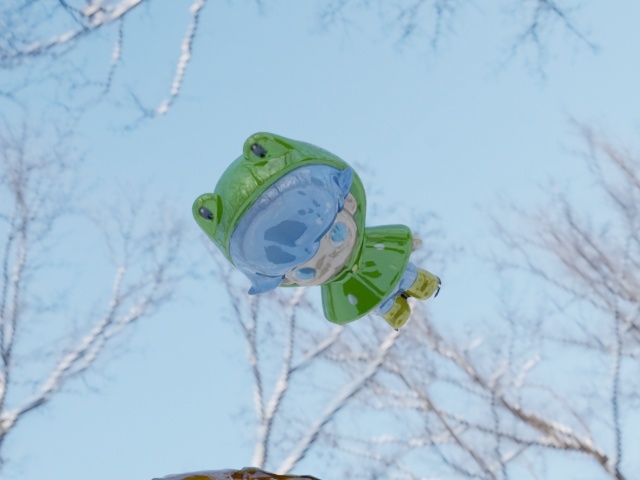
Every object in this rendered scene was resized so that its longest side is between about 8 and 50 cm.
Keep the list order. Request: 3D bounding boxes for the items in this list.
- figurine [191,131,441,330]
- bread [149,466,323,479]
[{"bbox_3d":[0.000,0.000,1.337,0.263,0.143,0.162,34,-70,-27],"label":"figurine"},{"bbox_3d":[-0.014,0.322,1.021,0.398,0.398,0.215,9,-82,-40],"label":"bread"}]
